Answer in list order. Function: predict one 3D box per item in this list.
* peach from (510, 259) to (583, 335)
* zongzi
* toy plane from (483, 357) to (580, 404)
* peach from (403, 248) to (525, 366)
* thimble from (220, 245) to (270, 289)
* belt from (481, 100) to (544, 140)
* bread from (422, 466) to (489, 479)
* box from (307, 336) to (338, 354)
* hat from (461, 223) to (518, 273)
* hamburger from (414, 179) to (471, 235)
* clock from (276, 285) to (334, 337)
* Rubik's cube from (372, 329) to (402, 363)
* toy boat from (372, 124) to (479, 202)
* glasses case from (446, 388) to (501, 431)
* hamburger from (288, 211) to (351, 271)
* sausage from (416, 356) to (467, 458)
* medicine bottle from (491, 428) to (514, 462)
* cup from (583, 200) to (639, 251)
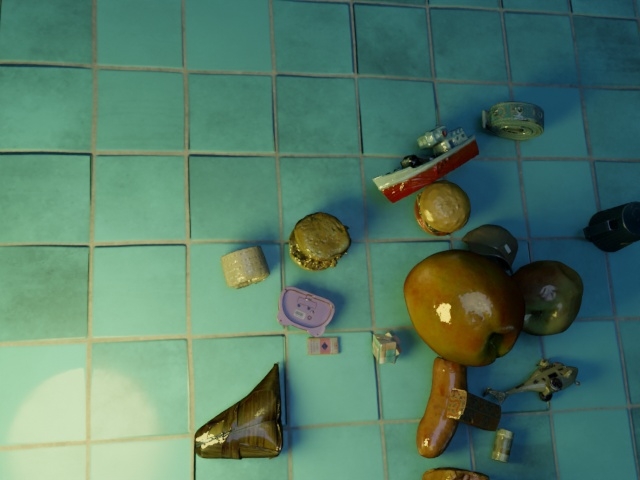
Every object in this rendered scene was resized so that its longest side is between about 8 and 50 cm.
[{"bbox_3d":[0.631,0.157,1.909,0.235,0.214,0.214,-32,85,-39],"label":"peach"},{"bbox_3d":[-0.204,0.425,1.712,0.221,0.112,0.242,1,69,-11],"label":"zongzi"},{"bbox_3d":[0.594,0.397,1.899,0.286,0.092,0.108,-18,60,-16],"label":"toy plane"},{"bbox_3d":[0.367,0.168,1.797,0.308,0.308,0.332,-36,53,-17],"label":"peach"},{"bbox_3d":[-0.198,0.071,1.795,0.115,0.102,0.090,-21,82,14],"label":"thimble"},{"bbox_3d":[0.585,-0.361,2.038,0.163,0.147,0.082,16,69,-37],"label":"belt"},{"bbox_3d":[0.345,0.657,1.748,0.149,0.158,0.143,15,73,-13],"label":"bread"},{"bbox_3d":[0.006,0.284,1.834,0.083,0.012,0.046,0,76,-10],"label":"box"},{"bbox_3d":[0.506,0.012,1.923,0.166,0.173,0.144,30,80,-5],"label":"hat"},{"bbox_3d":[0.344,-0.091,1.937,0.162,0.115,0.162,3,76,-14],"label":"hamburger"},{"bbox_3d":[-0.046,0.193,1.824,0.152,0.050,0.110,21,74,-6],"label":"clock"},{"bbox_3d":[0.182,0.285,1.838,0.073,0.075,0.084,-5,40,-13],"label":"Rubik's cube"},{"bbox_3d":[0.286,-0.226,1.936,0.332,0.145,0.133,-31,96,-21],"label":"toy boat"},{"bbox_3d":[0.408,0.449,1.797,0.218,0.049,0.075,30,67,-46],"label":"glasses case"},{"bbox_3d":[0.000,0.000,1.843,0.185,0.131,0.159,-25,75,-23],"label":"hamburger"},{"bbox_3d":[0.323,0.448,1.821,0.109,0.109,0.271,22,73,-6],"label":"sausage"},{"bbox_3d":[0.497,0.559,1.858,0.047,0.047,0.083,20,74,-7],"label":"medicine bottle"},{"bbox_3d":[0.876,-0.041,2.017,0.176,0.155,0.131,-10,79,-15],"label":"cup"}]
